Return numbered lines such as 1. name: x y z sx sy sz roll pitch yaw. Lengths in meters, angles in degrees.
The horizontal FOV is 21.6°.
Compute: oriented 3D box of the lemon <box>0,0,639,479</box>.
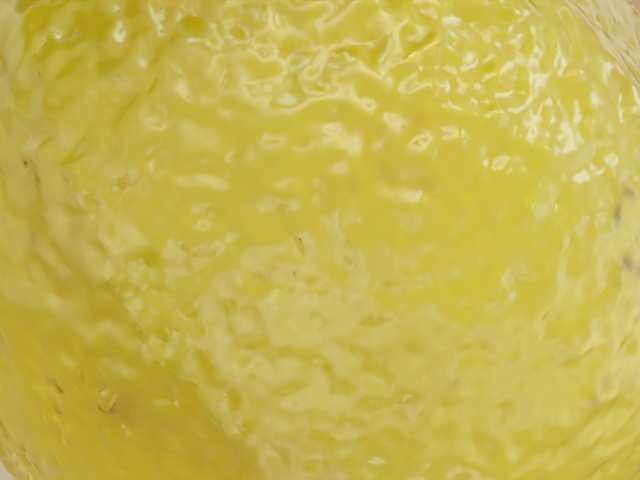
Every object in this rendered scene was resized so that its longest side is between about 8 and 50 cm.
1. lemon: 0.000 0.000 0.584 0.322 0.268 0.268 48 40 -18
